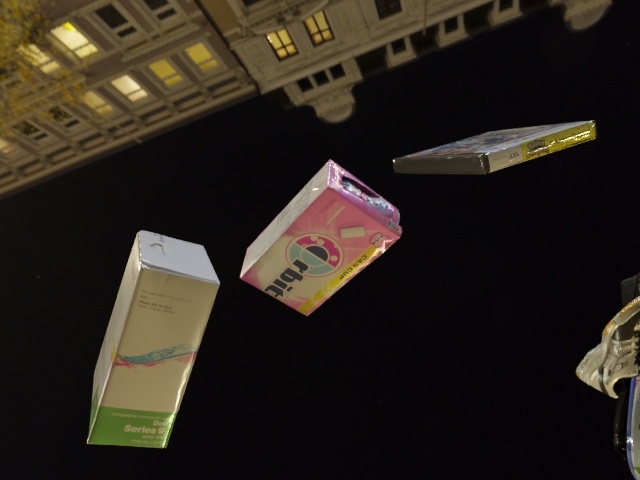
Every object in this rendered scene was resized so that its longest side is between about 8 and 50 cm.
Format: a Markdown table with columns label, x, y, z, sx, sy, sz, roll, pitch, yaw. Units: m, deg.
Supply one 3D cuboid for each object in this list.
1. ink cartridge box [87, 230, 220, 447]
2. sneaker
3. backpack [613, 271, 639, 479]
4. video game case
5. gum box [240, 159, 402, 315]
| label | x | y | z | sx | sy | sz | roll | pitch | yaw |
| --- | --- | --- | --- | --- | --- | --- | --- | --- | --- |
| ink cartridge box | -0.204 | 0.111 | 0.608 | 0.154 | 0.093 | 0.212 | 36 | -70 | 64 |
| sneaker | 0.223 | 0.078 | 0.365 | 0.037 | 0.032 | 0.083 | 41 | -47 | 37 |
| backpack | 0.374 | 0.137 | 0.435 | 0.213 | 0.264 | 0.276 | -11 | -120 | 53 |
| video game case | 0.311 | -0.172 | 0.945 | 0.248 | 0.275 | 0.035 | -19 | -76 | -19 |
| gum box | 0.000 | 0.000 | 0.617 | 0.188 | 0.107 | 0.062 | -44 | -155 | 31 |
